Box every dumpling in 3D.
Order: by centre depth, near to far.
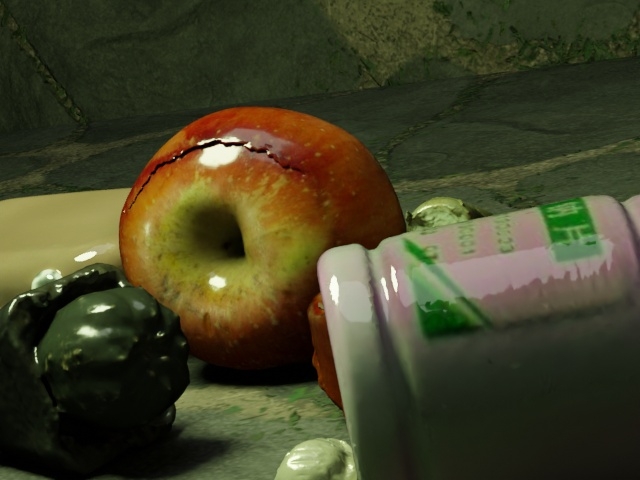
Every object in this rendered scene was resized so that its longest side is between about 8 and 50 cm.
[{"bbox_3d":[0.000,0.176,1.445,0.059,0.043,0.077,25,28,33],"label":"dumpling"}]

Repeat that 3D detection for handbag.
[{"bbox_3d":[-0.281,0.057,2.008,0.302,0.149,0.283,-2,22,29],"label":"handbag"}]

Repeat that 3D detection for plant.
[{"bbox_3d":[-0.210,0.112,1.675,0.142,0.164,0.256,-22,4,-42],"label":"plant"}]

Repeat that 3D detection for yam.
[{"bbox_3d":[0.141,-0.002,1.944,0.083,0.083,0.371,-9,-3,10],"label":"yam"}]

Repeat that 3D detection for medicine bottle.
[{"bbox_3d":[0.173,0.077,1.332,0.325,0.212,0.212,-11,11,2],"label":"medicine bottle"}]

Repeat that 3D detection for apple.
[{"bbox_3d":[-0.051,-0.005,1.853,0.272,0.251,0.206,-16,3,28],"label":"apple"}]

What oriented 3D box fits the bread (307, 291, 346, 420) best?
[{"bbox_3d":[0.141,0.075,1.606,0.295,0.114,0.327,-13,10,-6],"label":"bread"}]
